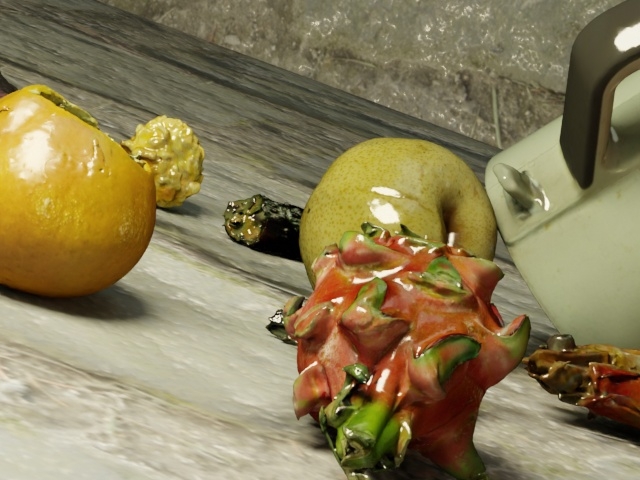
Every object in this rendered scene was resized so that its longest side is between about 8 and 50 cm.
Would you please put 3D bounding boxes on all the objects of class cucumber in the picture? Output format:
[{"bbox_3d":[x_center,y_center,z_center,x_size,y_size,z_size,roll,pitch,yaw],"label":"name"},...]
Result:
[{"bbox_3d":[0.000,0.000,1.747,0.181,0.053,0.053,17,9,-25],"label":"cucumber"}]

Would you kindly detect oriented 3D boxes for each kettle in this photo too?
[{"bbox_3d":[0.324,-0.088,1.556,0.361,0.377,0.250,35,30,-40],"label":"kettle"}]

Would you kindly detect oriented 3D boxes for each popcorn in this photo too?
[{"bbox_3d":[-0.143,-0.072,1.758,0.083,0.082,0.057,22,6,-17],"label":"popcorn"}]

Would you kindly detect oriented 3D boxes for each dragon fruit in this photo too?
[{"bbox_3d":[0.048,0.081,1.162,0.137,0.135,0.236,16,31,-14],"label":"dragon fruit"}]

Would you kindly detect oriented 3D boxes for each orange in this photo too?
[{"bbox_3d":[-0.184,-0.033,1.303,0.155,0.134,0.154,14,16,-4],"label":"orange"}]

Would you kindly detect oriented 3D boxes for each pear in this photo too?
[{"bbox_3d":[0.059,-0.002,1.544,0.137,0.167,0.167,5,-1,37],"label":"pear"}]

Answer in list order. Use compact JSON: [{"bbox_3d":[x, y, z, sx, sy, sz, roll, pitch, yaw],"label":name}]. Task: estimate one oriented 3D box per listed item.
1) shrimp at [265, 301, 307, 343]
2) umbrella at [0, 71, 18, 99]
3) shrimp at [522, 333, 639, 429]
[{"bbox_3d":[0.033,0.081,1.369,0.161,0.034,0.091,22,11,15],"label":"shrimp"},{"bbox_3d":[-0.242,-0.069,1.533,0.094,0.090,0.326,18,9,-26],"label":"umbrella"},{"bbox_3d":[0.271,0.130,1.488,0.294,0.062,0.154,15,18,-28],"label":"shrimp"}]
